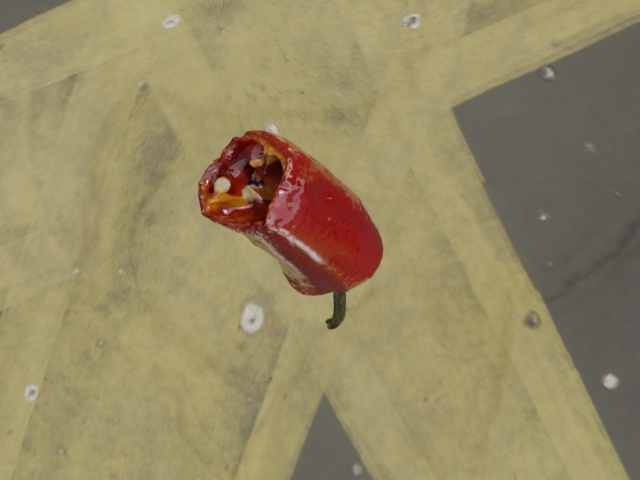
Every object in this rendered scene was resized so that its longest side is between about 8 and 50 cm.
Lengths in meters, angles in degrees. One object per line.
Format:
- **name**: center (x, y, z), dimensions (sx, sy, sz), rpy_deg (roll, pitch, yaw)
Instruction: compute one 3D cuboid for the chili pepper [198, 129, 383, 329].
- **chili pepper**: center (0.005, -0.002, 1.136), dimensions (0.338, 0.134, 0.131), rpy_deg (43, 65, -50)
